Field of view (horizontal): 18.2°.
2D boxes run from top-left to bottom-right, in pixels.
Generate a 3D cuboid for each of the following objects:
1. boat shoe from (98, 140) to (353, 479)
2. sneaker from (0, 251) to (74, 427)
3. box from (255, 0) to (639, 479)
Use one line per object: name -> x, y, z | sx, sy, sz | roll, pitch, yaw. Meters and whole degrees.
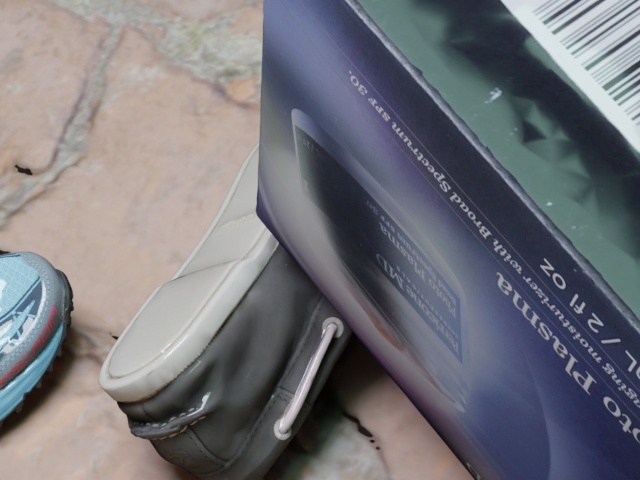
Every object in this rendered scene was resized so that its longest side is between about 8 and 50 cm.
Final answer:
boat shoe -> 0.000, 0.000, 1.119 | 0.112, 0.095, 0.335 | -13, 32, 49
sneaker -> -0.264, 0.060, 1.091 | 0.261, 0.125, 0.104 | -21, 48, -5
box -> 0.124, -0.011, 0.891 | 0.182, 0.294, 0.296 | -35, 71, -16
